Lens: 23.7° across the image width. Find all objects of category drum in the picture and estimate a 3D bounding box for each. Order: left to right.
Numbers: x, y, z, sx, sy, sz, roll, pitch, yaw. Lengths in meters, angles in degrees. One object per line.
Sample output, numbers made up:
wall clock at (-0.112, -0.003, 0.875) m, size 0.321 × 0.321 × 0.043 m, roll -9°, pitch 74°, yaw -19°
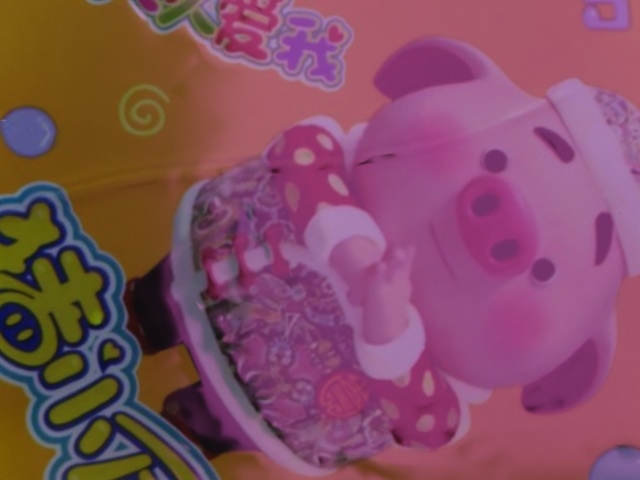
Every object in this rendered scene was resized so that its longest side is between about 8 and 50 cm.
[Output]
drum at (0.000, 0.000, 0.768) m, size 0.431 × 0.214 × 0.431 m, roll 0°, pitch 96°, yaw -4°
